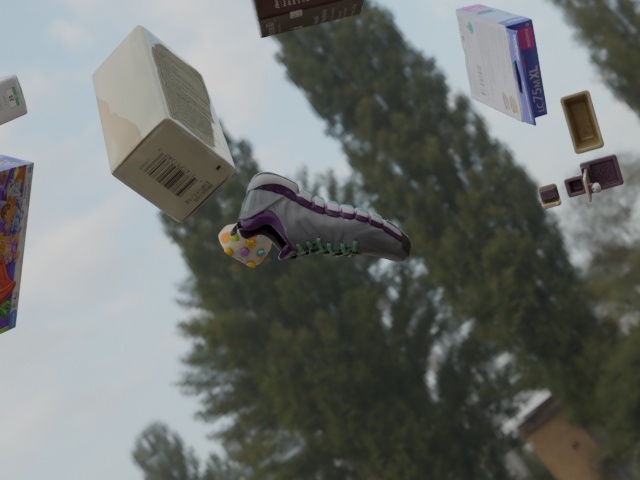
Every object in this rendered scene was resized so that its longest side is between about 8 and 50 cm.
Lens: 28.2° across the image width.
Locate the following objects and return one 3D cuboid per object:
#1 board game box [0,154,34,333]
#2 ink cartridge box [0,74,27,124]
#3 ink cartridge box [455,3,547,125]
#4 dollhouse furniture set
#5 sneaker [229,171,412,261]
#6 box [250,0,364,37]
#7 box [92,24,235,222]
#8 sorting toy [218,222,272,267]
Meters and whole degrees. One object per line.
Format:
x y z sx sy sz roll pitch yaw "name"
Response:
-0.660 0.024 2.439 0.233 0.078 0.347 -31 -48 -69 "board game box"
-0.450 -0.118 1.374 0.181 0.056 0.225 -10 16 21 "ink cartridge box"
0.345 -0.334 2.384 0.065 0.186 0.311 -16 20 -8 "ink cartridge box"
0.265 -0.093 1.357 0.091 0.114 0.081 -15 10 16 "dollhouse furniture set"
0.000 0.000 1.602 0.083 0.223 0.098 103 -171 -66 "sneaker"
-0.036 -0.492 2.358 0.203 0.167 0.168 -14 -2 -1 "box"
-0.241 -0.181 1.914 0.121 0.311 0.148 -44 -57 15 "box"
-0.108 -0.004 1.995 0.075 0.083 0.045 -52 17 29 "sorting toy"
